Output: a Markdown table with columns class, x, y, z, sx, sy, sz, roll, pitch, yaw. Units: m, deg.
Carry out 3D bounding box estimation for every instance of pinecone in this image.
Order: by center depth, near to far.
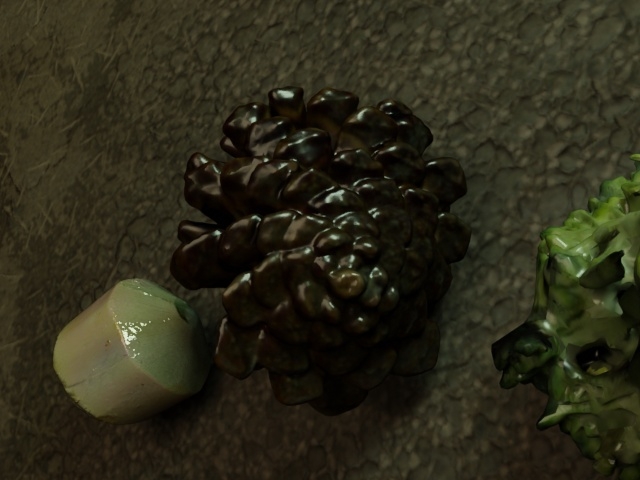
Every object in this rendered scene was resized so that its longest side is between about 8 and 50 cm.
| class | x | y | z | sx | sy | sz | roll | pitch | yaw |
| --- | --- | --- | --- | --- | --- | --- | --- | --- | --- |
| pinecone | -0.002 | -0.001 | 0.790 | 0.229 | 0.202 | 0.201 | -48 | 50 | -4 |

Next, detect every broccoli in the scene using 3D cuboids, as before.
| class | x | y | z | sx | sy | sz | roll | pitch | yaw |
| --- | --- | --- | --- | --- | --- | --- | --- | --- | --- |
| broccoli | 0.205 | 0.044 | 0.574 | 0.247 | 0.243 | 0.262 | -21 | 67 | 17 |

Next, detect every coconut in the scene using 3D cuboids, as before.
| class | x | y | z | sx | sy | sz | roll | pitch | yaw |
| --- | --- | --- | --- | --- | --- | --- | --- | --- | --- |
| coconut | -0.156 | 0.092 | 0.937 | 0.122 | 0.116 | 0.116 | -32 | 57 | 24 |
